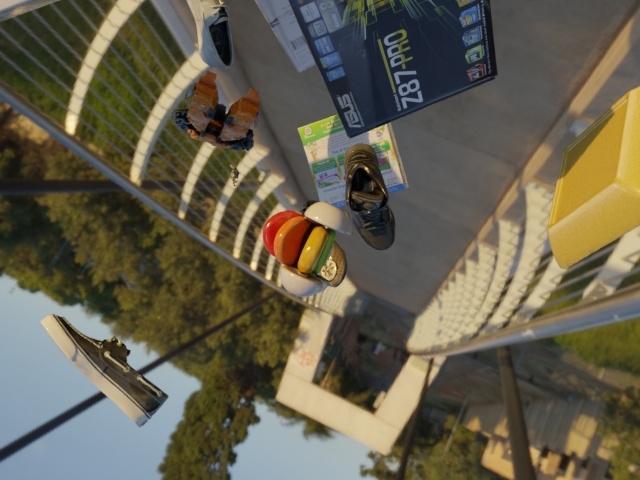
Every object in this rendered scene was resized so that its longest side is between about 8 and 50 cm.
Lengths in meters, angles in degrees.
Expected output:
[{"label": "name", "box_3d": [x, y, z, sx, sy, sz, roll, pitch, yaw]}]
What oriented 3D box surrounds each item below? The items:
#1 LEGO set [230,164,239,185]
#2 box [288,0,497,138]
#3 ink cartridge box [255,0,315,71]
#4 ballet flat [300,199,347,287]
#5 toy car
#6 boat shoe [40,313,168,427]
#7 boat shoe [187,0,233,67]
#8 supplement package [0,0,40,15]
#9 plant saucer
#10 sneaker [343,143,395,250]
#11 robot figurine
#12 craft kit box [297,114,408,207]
[{"label": "LEGO set", "box_3d": [-0.239, -0.185, 1.704, 0.023, 0.083, 0.054, -14, 140, 2]}, {"label": "box", "box_3d": [0.131, -0.386, 1.047, 0.318, 0.097, 0.395, -20, 146, 8]}, {"label": "ink cartridge box", "box_3d": [-0.028, -0.556, 1.371, 0.283, 0.207, 0.117, 50, -162, -56]}, {"label": "ballet flat", "box_3d": [0.000, 0.000, 1.389, 0.084, 0.250, 0.058, -37, 138, 26]}, {"label": "toy car", "box_3d": [-0.032, 0.004, 1.036, 0.136, 0.159, 0.182, 24, -177, 9]}, {"label": "boat shoe", "box_3d": [-0.322, 0.182, 0.904, 0.219, 0.070, 0.077, 50, 157, -15]}, {"label": "boat shoe", "box_3d": [-0.227, -0.482, 1.293, 0.081, 0.079, 0.228, 24, 136, 35]}, {"label": "supplement package", "box_3d": [-0.549, -0.477, 0.992, 0.262, 0.198, 0.199, -11, 115, 17]}, {"label": "plant saucer", "box_3d": [0.589, -0.146, 1.253, 0.080, 0.333, 0.333, 24, 154, -3]}, {"label": "sneaker", "box_3d": [0.093, -0.058, 1.148, 0.087, 0.130, 0.228, -8, 121, 9]}, {"label": "robot figurine", "box_3d": [-0.240, -0.293, 1.424, 0.211, 0.085, 0.291, 20, 168, -16]}, {"label": "craft kit box", "box_3d": [0.088, -0.228, 1.647, 0.249, 0.247, 0.061, -14, -171, 22]}]
